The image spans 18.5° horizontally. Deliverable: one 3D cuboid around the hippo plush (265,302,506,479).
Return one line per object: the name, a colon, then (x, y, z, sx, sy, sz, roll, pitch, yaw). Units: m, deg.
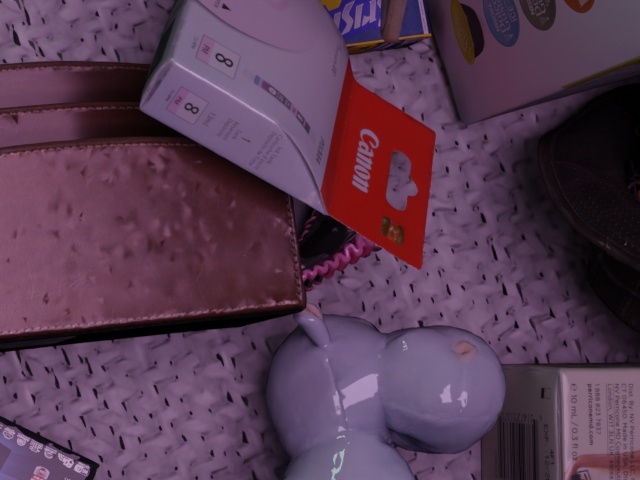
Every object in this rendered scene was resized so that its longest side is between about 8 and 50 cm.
hippo plush: (0.033, 0.182, 1.458, 0.294, 0.234, 0.236, -2, 62, 10)

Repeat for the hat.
hat: (0.310, 0.012, 1.566, 0.331, 0.331, 0.134, 4, 125, -19)

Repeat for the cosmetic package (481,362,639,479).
cosmetic package: (0.290, 0.160, 1.554, 0.296, 0.153, 0.129, 0, 87, -18)

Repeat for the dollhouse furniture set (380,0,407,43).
dollhouse furniture set: (-0.113, -0.289, 1.445, 0.355, 0.174, 0.303, 4, 50, -6)

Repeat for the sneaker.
sneaker: (0.000, 0.000, 1.525, 0.119, 0.047, 0.057, -30, 81, -23)

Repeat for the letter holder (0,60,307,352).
letter holder: (-0.186, -0.034, 1.401, 0.302, 0.152, 0.214, -5, 85, -20)

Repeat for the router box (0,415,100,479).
router box: (-0.234, 0.178, 1.422, 0.122, 0.038, 0.092, 28, 77, -15)

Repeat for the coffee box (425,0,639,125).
coffee box: (0.268, -0.309, 1.489, 0.338, 0.334, 0.337, -17, 90, -22)

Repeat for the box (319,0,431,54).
box: (-0.003, -0.172, 1.529, 0.169, 0.054, 0.059, -10, 89, -21)

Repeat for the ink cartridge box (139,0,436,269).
ink cartridge box: (-0.006, -0.104, 1.408, 0.232, 0.066, 0.189, 27, 35, -12)
